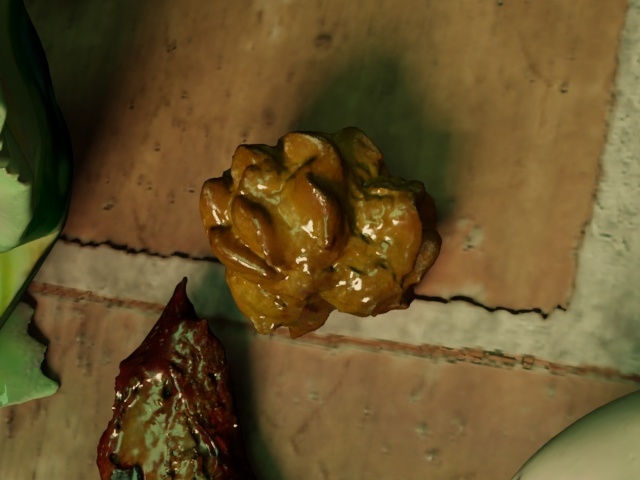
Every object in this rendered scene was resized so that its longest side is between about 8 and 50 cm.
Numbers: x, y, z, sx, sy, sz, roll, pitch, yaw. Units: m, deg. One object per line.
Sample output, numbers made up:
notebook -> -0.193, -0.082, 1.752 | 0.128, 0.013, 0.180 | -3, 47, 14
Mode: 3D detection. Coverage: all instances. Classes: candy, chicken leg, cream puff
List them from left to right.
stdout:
candy -> -0.191, -0.082, 0.629 | 0.172, 0.398, 0.263 | -18, 74, -28
chicken leg -> -0.061, 0.141, 0.682 | 0.105, 0.063, 0.234 | -30, 67, 10
cream puff -> 0.000, 0.000, 0.669 | 0.116, 0.122, 0.094 | -56, 46, 47

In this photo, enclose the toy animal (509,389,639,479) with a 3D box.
toy animal -> 0.178, 0.200, 0.484 | 0.251, 0.251, 0.310 | -23, 59, 17
